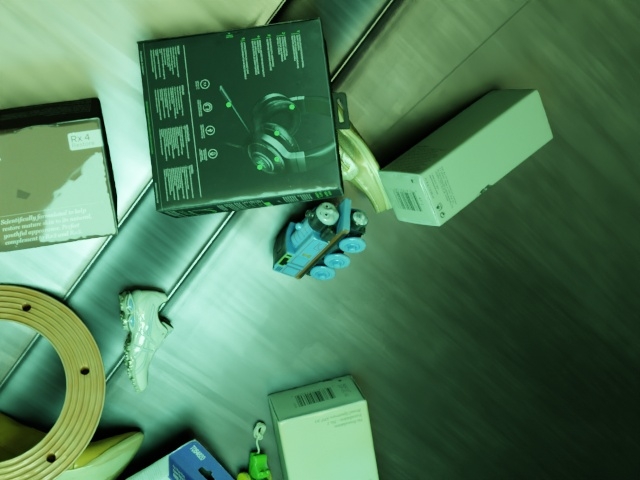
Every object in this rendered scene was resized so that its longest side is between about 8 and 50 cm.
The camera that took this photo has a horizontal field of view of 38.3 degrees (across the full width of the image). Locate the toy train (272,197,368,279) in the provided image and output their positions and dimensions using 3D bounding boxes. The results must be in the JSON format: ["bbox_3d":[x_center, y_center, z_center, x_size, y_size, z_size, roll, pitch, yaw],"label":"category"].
[{"bbox_3d":[0.000,0.000,1.462,0.105,0.080,0.184,18,144,-22],"label":"toy train"}]

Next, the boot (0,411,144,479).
[{"bbox_3d":[-0.445,0.329,1.473,0.211,0.295,0.104,33,119,19],"label":"boot"}]

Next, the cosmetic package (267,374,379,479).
[{"bbox_3d":[0.015,0.409,1.613,0.160,0.113,0.309,-13,108,-9],"label":"cosmetic package"}]

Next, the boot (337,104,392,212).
[{"bbox_3d":[-0.023,-0.109,1.455,0.203,0.095,0.262,-37,109,-1],"label":"boot"}]

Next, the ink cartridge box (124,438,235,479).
[{"bbox_3d":[-0.256,0.451,1.548,0.224,0.045,0.223,-31,137,-2],"label":"ink cartridge box"}]

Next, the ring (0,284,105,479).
[{"bbox_3d":[-0.495,0.227,1.387,0.336,0.032,0.336,4,67,-9],"label":"ring"}]

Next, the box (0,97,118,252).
[{"bbox_3d":[-0.385,-0.100,1.315,0.168,0.203,0.167,-9,109,-10],"label":"box"}]

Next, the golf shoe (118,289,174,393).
[{"bbox_3d":[-0.279,0.164,1.495,0.086,0.069,0.176,-5,109,-18],"label":"golf shoe"}]

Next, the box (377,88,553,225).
[{"bbox_3d":[0.231,-0.135,1.450,0.275,0.113,0.094,-35,114,-23],"label":"box"}]

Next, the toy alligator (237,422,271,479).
[{"bbox_3d":[-0.108,0.415,1.607,0.056,0.051,0.189,0,106,-40],"label":"toy alligator"}]

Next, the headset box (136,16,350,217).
[{"bbox_3d":[-0.100,-0.173,1.329,0.283,0.131,0.246,-8,87,3],"label":"headset box"}]
